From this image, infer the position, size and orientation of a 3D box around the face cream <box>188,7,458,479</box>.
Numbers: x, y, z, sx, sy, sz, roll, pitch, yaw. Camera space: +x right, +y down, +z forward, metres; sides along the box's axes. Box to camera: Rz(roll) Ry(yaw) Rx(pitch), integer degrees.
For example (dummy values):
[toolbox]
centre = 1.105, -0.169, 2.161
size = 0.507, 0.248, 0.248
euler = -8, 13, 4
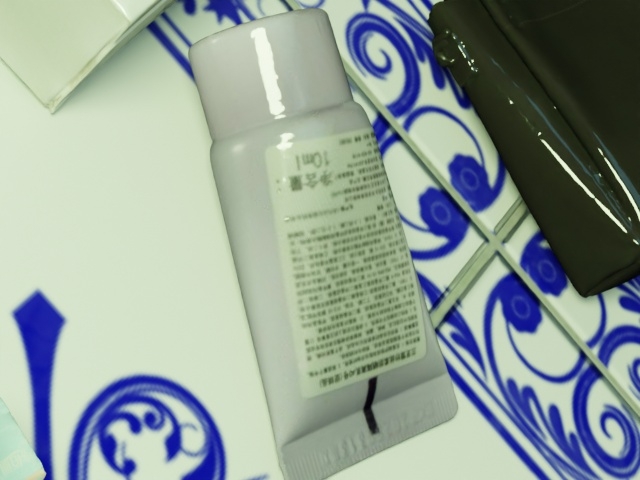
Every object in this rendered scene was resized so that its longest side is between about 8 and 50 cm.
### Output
[face cream]
centre = 0.000, 0.000, 0.903
size = 0.154, 0.096, 0.274
euler = -17, 92, -44

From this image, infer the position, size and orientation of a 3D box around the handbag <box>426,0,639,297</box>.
[handbag]
centre = 0.228, -0.119, 1.113
size = 0.285, 0.113, 0.257
euler = -32, 83, -36

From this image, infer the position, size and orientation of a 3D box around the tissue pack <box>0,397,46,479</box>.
[tissue pack]
centre = -0.187, 0.122, 0.697
size = 0.094, 0.074, 0.059
euler = -29, 80, -41

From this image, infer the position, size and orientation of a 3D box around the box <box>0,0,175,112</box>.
[box]
centre = -0.170, -0.250, 0.868
size = 0.274, 0.116, 0.203
euler = 47, 48, -9
